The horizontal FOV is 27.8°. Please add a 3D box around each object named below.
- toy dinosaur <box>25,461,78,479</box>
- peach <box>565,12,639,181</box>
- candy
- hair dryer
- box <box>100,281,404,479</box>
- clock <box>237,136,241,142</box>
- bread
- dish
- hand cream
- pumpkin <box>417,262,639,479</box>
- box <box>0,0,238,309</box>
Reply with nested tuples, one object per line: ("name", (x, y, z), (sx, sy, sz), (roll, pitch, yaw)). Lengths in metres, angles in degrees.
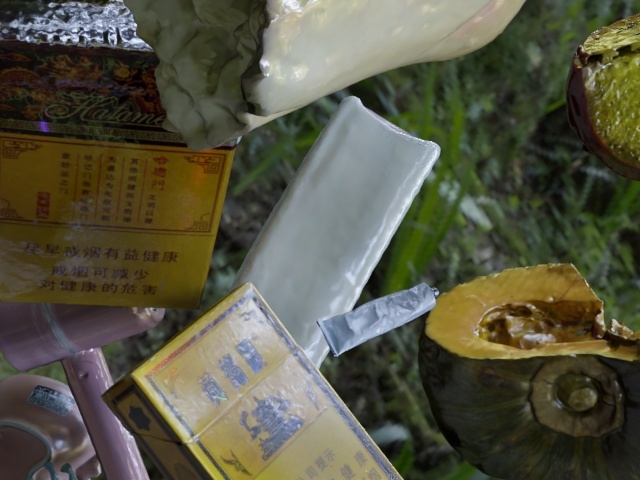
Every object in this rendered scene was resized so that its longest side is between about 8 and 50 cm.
("toy dinosaur", (-0.278, 0.287, 1.408), (0.045, 0.197, 0.080), (-39, 123, -37))
("peach", (0.260, -0.120, 0.939), (0.127, 0.172, 0.092), (49, 15, -8))
("candy", (0.001, 0.001, 1.630), (0.145, 0.359, 0.208), (29, -3, -4))
("hair dryer", (-0.288, 0.196, 1.766), (0.125, 0.210, 0.353), (-52, 122, -78))
("box", (-0.060, 0.218, 1.346), (0.301, 0.084, 0.193), (53, 47, -1))
("clock", (-0.284, -0.211, 2.095), (0.265, 0.324, 0.109), (-98, -171, -77))
("bread", (0.011, -0.225, 0.574), (0.211, 0.270, 0.316), (45, -32, 32))
("dish", (-0.415, 0.301, 1.835), (0.213, 0.213, 0.090), (59, 23, -4))
("hand cream", (0.042, 0.053, 0.898), (0.030, 0.093, 0.019), (59, -21, 25))
("pumpkin", (0.226, 0.114, 1.108), (0.190, 0.280, 0.139), (-37, 122, -51))
("box", (-0.231, -0.094, 1.422), (0.415, 0.264, 0.116), (105, -15, -47))
